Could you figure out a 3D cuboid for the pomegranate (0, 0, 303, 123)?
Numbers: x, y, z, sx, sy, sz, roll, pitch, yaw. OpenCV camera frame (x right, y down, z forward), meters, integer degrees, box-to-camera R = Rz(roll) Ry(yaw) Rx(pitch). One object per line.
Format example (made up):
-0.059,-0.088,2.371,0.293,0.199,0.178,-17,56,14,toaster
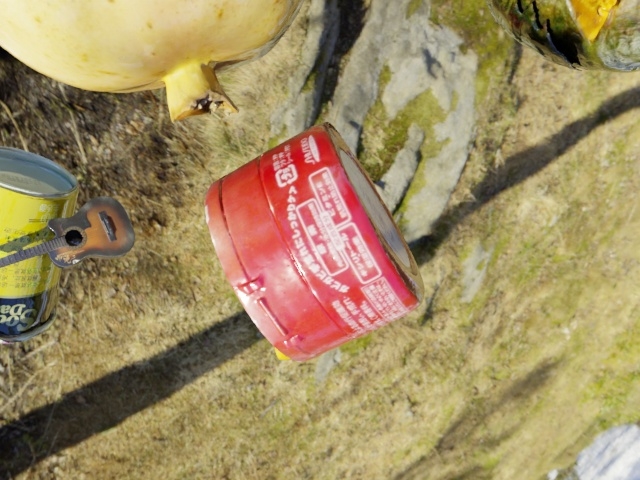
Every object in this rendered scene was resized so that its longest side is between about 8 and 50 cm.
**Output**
-0.140,-0.253,0.439,0.319,0.319,0.319,-13,117,-28,pomegranate

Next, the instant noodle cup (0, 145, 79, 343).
-0.464,-0.001,0.785,0.215,0.215,0.236,13,113,-36,instant noodle cup

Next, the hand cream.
0.000,0.000,0.571,0.149,0.230,0.230,-28,128,14,hand cream

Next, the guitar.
-0.365,0.012,0.715,0.233,0.025,0.088,-24,90,-27,guitar

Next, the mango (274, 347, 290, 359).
-0.027,0.098,0.968,0.177,0.120,0.295,-52,174,-44,mango

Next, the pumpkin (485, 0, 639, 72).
0.274,-0.306,0.450,0.192,0.320,0.320,-26,125,-45,pumpkin
